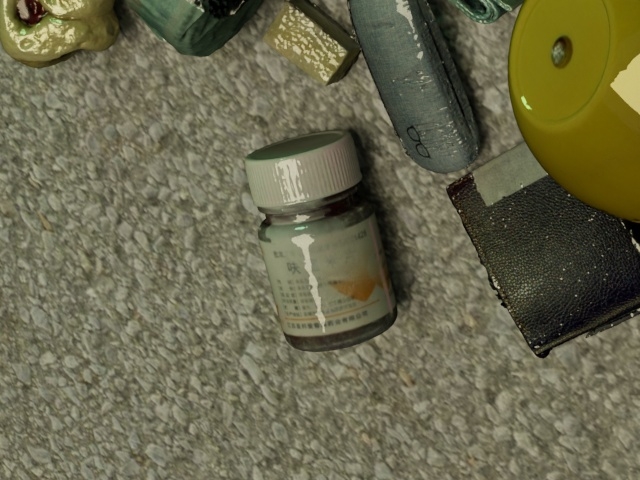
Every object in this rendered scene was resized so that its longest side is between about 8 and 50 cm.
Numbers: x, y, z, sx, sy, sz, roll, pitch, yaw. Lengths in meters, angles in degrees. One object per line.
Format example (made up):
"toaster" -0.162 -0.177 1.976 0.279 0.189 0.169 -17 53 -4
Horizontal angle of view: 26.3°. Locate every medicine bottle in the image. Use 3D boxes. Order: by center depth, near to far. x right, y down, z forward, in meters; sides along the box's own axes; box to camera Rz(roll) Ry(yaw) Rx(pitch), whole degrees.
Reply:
"medicine bottle" 0.000 0.000 1.855 0.165 0.165 0.273 -5 108 31

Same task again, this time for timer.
"timer" 0.404 -0.180 1.484 0.376 0.387 0.376 -20 67 58

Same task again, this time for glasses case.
"glasses case" 0.120 -0.211 1.743 0.109 0.067 0.282 -3 121 45

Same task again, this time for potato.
"potato" -0.010 -0.265 1.819 0.122 0.061 0.086 39 121 10

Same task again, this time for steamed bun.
"steamed bun" -0.360 -0.326 1.949 0.155 0.141 0.172 8 109 22

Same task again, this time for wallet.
"wallet" 0.306 -0.003 1.749 0.221 0.071 0.262 -31 89 39

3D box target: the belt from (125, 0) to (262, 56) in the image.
"belt" -0.140 -0.365 1.765 0.150 0.207 0.257 40 107 11

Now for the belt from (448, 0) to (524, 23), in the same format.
"belt" 0.123 -0.371 1.693 0.302 0.072 0.087 34 128 13
